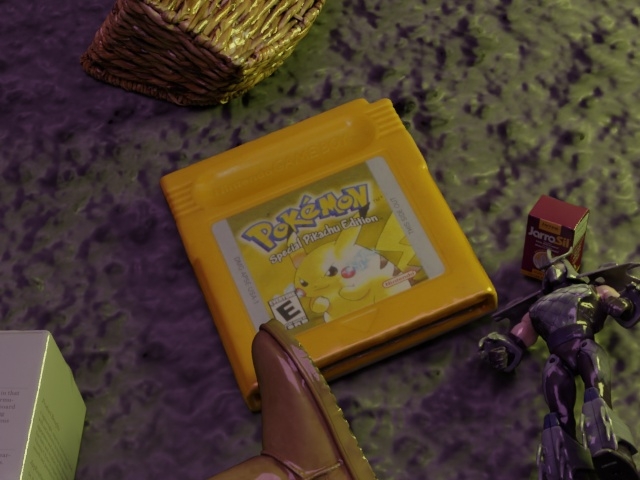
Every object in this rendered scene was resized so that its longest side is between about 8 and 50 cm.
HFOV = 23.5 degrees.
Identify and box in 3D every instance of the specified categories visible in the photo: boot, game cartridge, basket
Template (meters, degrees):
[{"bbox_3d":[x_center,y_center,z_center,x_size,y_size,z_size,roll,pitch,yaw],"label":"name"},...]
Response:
[{"bbox_3d":[-0.097,0.231,1.471,0.269,0.089,0.236,-27,75,-12],"label":"boot"},{"bbox_3d":[0.000,0.000,1.678,0.285,0.053,0.324,-22,54,-5],"label":"game cartridge"},{"bbox_3d":[-0.119,-0.301,1.906,0.213,0.223,0.299,34,59,-9],"label":"basket"}]

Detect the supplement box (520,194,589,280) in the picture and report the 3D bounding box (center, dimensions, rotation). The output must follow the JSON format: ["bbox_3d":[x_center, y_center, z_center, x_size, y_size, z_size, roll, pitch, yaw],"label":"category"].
[{"bbox_3d":[0.248,0.001,1.628,0.055,0.083,0.043,20,42,22],"label":"supplement box"}]

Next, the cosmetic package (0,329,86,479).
[{"bbox_3d":[-0.332,0.204,1.517,0.151,0.151,0.184,-1,52,7],"label":"cosmetic package"}]

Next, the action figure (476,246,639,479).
[{"bbox_3d":[0.250,0.118,1.512,0.185,0.099,0.285,-32,44,31],"label":"action figure"}]
